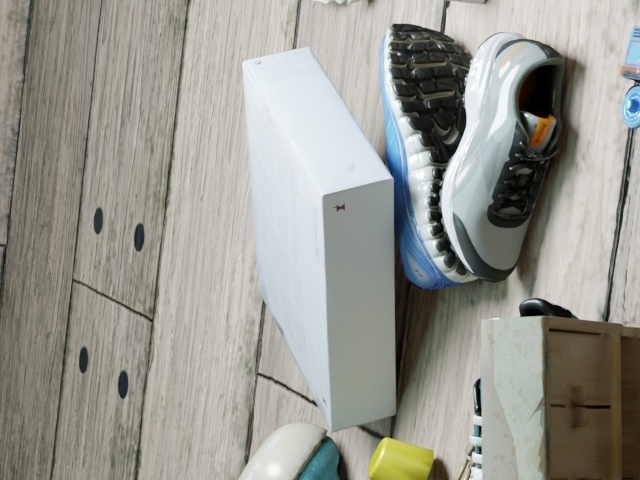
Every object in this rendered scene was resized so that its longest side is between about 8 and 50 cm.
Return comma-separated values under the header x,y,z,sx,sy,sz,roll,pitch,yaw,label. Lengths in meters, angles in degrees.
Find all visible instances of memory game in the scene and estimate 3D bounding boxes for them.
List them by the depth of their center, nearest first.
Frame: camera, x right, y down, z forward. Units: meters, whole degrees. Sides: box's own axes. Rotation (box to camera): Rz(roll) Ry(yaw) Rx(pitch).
x,y,z,sx,sy,sz,roll,pitch,yaw,label
0.162,0.242,1.977,0.186,0.012,0.186,24,-90,-87,memory game

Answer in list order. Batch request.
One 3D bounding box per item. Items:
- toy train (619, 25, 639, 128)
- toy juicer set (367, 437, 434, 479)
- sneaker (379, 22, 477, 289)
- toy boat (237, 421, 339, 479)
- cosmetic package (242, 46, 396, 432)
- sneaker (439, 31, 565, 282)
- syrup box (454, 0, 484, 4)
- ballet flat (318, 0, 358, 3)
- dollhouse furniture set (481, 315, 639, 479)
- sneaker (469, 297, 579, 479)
x,y,z,sx,sy,sz,roll,pitch,yaw,label
0.351,-0.145,1.703,0.184,0.080,0.105,22,100,62,toy train
0.042,0.395,2.180,0.329,0.089,0.209,120,173,-48,toy juicer set
0.109,-0.096,2.110,0.147,0.130,0.330,-34,58,54,sneaker
-0.075,0.392,2.305,0.267,0.148,0.318,-61,-6,36,toy boat
0.000,0.000,2.211,0.284,0.097,0.377,-116,18,-47,cosmetic package
0.202,-0.087,1.964,0.108,0.100,0.271,18,102,56,sneaker
0.163,-0.399,2.074,0.093,0.096,0.236,50,130,51,syrup box
0.012,-0.370,2.370,0.342,0.116,0.124,15,120,63,ballet flat
0.370,0.144,1.555,0.394,0.256,0.362,-5,82,41,dollhouse furniture set
0.187,0.194,1.786,0.108,0.121,0.302,-11,45,46,sneaker
